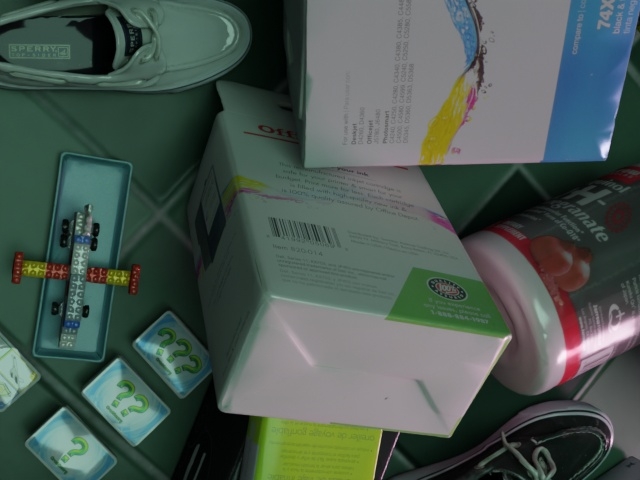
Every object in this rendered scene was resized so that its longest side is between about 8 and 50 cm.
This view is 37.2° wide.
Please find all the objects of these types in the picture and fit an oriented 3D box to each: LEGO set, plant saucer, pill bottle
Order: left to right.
[{"bbox_3d":[-0.226,0.089,0.858,0.182,0.060,0.244,-43,107,-16],"label":"LEGO set"},{"bbox_3d":[-0.223,0.016,0.890,0.067,0.018,0.192,8,93,-21],"label":"plant saucer"},{"bbox_3d":[0.310,0.022,1.004,0.318,0.176,0.176,-23,102,-17],"label":"pill bottle"}]

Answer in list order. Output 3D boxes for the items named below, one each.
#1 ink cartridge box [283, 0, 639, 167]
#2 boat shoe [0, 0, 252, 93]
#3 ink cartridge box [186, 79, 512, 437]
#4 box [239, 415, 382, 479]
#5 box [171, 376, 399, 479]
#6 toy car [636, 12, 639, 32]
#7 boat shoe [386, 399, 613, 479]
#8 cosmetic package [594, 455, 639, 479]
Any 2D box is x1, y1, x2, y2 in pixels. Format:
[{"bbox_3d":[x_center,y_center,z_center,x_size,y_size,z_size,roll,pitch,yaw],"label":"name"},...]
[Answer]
[{"bbox_3d":[0.108,-0.195,0.835,0.270,0.198,0.197,-2,125,-6],"label":"ink cartridge box"},{"bbox_3d":[-0.179,-0.174,0.853,0.258,0.084,0.095,-13,99,-19],"label":"boat shoe"},{"bbox_3d":[0.000,0.000,0.846,0.207,0.353,0.119,11,122,-20],"label":"ink cartridge box"},{"bbox_3d":[-0.012,0.207,0.794,0.109,0.042,0.178,9,91,-20],"label":"box"},{"bbox_3d":[-0.047,0.226,0.895,0.143,0.165,0.270,23,86,-20],"label":"box"},{"bbox_3d":[0.297,-0.348,0.984,0.239,0.053,0.225,13,91,-21],"label":"toy car"},{"bbox_3d":[0.202,0.261,1.023,0.306,0.105,0.113,-13,99,-19],"label":"boat shoe"},{"bbox_3d":[0.398,0.392,1.044,0.138,0.224,0.224,-26,103,-17],"label":"cosmetic package"}]
